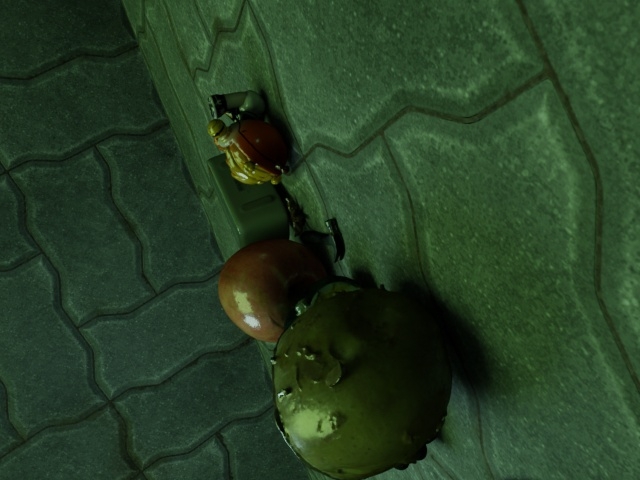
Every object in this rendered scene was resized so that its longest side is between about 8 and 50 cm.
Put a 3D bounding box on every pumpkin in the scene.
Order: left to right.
[{"bbox_3d":[0.022,0.241,1.636,0.263,0.293,0.197,42,178,-16],"label":"pumpkin"}]

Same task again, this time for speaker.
[{"bbox_3d":[-0.270,-0.159,2.032,0.183,0.184,0.406,91,155,-55],"label":"speaker"}]

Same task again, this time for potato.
[{"bbox_3d":[0.126,0.286,1.264,0.319,0.385,0.441,-38,30,33],"label":"potato"}]

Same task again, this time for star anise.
[{"bbox_3d":[-0.085,-0.080,1.901,0.141,0.042,0.140,163,90,-79],"label":"star anise"}]

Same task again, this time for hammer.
[{"bbox_3d":[0.000,0.000,1.785,0.290,0.037,0.137,2,112,68],"label":"hammer"}]

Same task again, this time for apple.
[{"bbox_3d":[-0.166,0.165,1.885,0.364,0.364,0.363,52,156,36],"label":"apple"}]

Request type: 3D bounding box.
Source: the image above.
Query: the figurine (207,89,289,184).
[{"bbox_3d":[-0.218,-0.316,1.769,0.320,0.196,0.322,12,-127,-60],"label":"figurine"}]

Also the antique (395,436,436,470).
[{"bbox_3d":[0.200,0.482,1.584,0.255,0.185,0.322,41,144,54],"label":"antique"}]
